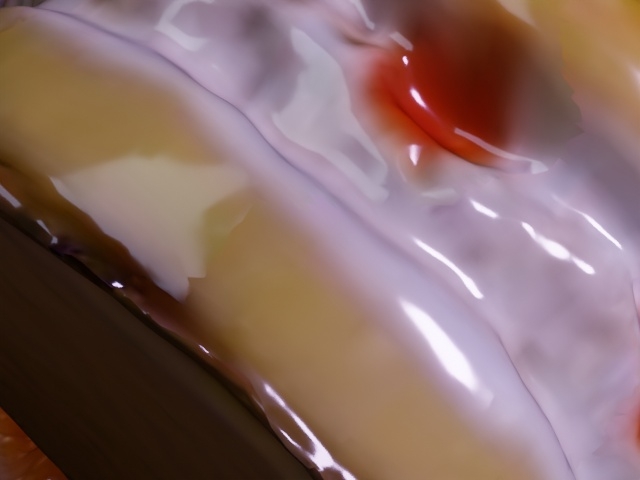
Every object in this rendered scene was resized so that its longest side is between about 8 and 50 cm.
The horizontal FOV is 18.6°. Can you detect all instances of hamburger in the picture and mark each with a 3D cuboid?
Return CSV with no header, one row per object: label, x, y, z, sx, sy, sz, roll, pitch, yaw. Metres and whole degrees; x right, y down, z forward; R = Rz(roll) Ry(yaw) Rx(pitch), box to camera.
hamburger,0.000,0.000,0.551,0.302,0.261,0.186,31,66,29

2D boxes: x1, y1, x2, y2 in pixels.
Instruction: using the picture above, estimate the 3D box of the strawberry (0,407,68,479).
strawberry,-0.129,0.084,0.706,0.121,0.082,0.188,-7,32,-3
